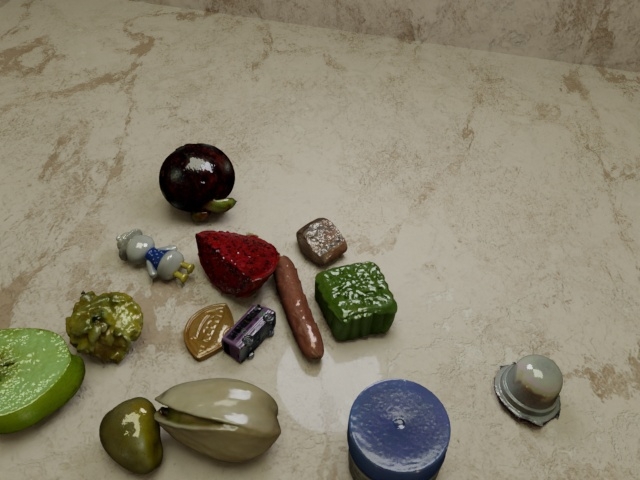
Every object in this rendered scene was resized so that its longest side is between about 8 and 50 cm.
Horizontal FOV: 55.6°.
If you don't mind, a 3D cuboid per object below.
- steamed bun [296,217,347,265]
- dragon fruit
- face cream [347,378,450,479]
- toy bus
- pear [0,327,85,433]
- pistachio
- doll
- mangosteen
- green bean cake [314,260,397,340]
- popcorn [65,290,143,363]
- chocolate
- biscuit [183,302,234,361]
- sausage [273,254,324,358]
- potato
[{"bbox_3d":[0.000,0.000,2.117,0.145,0.106,0.175,-27,55,-29],"label":"steamed bun"},{"bbox_3d":[-0.250,0.087,1.993,0.205,0.151,0.317,-19,41,-39],"label":"dragon fruit"},{"bbox_3d":[0.188,0.510,1.529,0.249,0.225,0.248,1,47,-1],"label":"face cream"},{"bbox_3d":[-0.213,0.274,1.829,0.098,0.086,0.178,26,48,23],"label":"toy bus"},{"bbox_3d":[-0.774,0.368,1.633,0.293,0.159,0.292,4,47,-5],"label":"pear"},{"bbox_3d":[-0.263,0.455,1.555,0.332,0.226,0.207,14,85,-1],"label":"pistachio"},{"bbox_3d":[-0.557,0.051,2.015,0.293,0.119,0.138,25,63,12],"label":"doll"},{"bbox_3d":[-0.439,-0.211,2.196,0.288,0.287,0.287,3,44,-3],"label":"mangosteen"},{"bbox_3d":[0.111,0.189,1.919,0.223,0.124,0.248,-10,46,-16],"label":"green bean cake"},{"bbox_3d":[-0.625,0.245,1.761,0.218,0.169,0.189,-9,44,-5],"label":"popcorn"},{"bbox_3d":[0.609,0.407,1.730,0.222,0.147,0.221,3,48,-3],"label":"chocolate"},{"bbox_3d":[-0.343,0.273,1.859,0.142,0.028,0.220,16,45,11],"label":"biscuit"},{"bbox_3d":[-0.078,0.201,1.919,0.088,0.087,0.433,-9,46,-14],"label":"sausage"},{"bbox_3d":[-0.473,0.501,1.544,0.157,0.157,0.194,-26,75,-28],"label":"potato"}]
